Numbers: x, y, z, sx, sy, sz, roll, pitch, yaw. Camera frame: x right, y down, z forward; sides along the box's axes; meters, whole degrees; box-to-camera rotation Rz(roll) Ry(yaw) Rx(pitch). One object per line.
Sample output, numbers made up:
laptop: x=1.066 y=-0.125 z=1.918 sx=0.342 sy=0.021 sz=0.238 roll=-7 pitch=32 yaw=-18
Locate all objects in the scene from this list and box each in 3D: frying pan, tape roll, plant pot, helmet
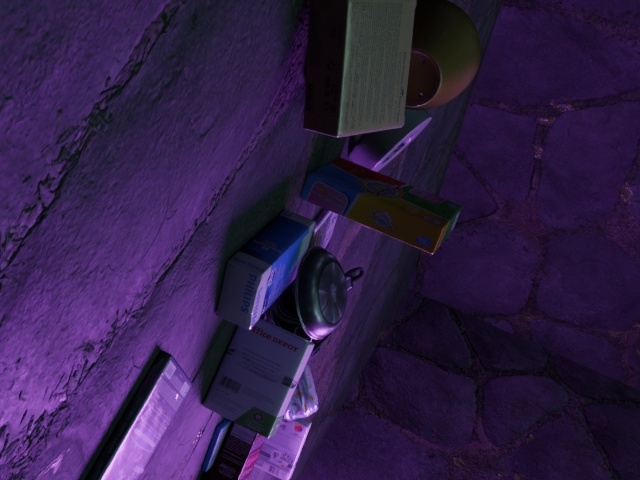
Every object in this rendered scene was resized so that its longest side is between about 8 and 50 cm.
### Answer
frying pan: x=0.035 y=0.125 z=1.845 sx=0.326 sy=0.053 sz=0.197 roll=25 pitch=66 yaw=-58
tape roll: x=0.172 y=-0.254 z=2.094 sx=0.219 sy=0.072 sz=0.219 roll=-43 pitch=175 yaw=-4
plant pot: x=0.208 y=-0.367 z=1.759 sx=0.254 sy=0.237 sz=0.237 roll=-62 pitch=170 yaw=-63
helmet: x=-0.045 y=0.151 z=1.915 sx=0.169 sy=0.161 sz=0.169 roll=-45 pitch=160 yaw=-21

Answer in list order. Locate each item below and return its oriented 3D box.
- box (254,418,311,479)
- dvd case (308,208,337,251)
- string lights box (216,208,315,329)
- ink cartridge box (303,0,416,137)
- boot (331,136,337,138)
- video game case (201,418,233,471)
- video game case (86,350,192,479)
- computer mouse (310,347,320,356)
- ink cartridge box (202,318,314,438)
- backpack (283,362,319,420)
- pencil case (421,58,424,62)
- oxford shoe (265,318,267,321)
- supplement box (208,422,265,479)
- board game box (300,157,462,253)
box: x=-0.123 y=0.565 z=2.379 sx=0.038 sy=0.145 sz=0.186 roll=-38 pitch=149 yaw=-70
dvd case: x=0.000 y=0.000 z=2.157 sx=0.164 sy=0.018 sz=0.221 roll=-52 pitch=161 yaw=-47
string lights box: x=-0.104 y=0.052 z=1.681 sx=0.260 sy=0.076 sz=0.133 roll=-46 pitch=156 yaw=-58
ink cartridge box: x=0.068 y=-0.308 z=1.466 sx=0.193 sy=0.088 sz=0.235 roll=-16 pitch=116 yaw=-47
boot: x=0.060 y=-0.299 z=1.736 sx=0.086 sy=0.069 sz=0.190 roll=-62 pitch=169 yaw=-45
video game case: x=-0.233 y=0.480 z=2.067 sx=0.119 sy=0.015 sz=0.166 roll=-70 pitch=167 yaw=14
video game case: x=-0.313 y=0.339 z=1.456 sx=0.274 sy=0.026 sz=0.196 roll=-61 pitch=166 yaw=-20
computer mouse: x=0.009 y=0.242 z=2.511 sx=0.272 sy=0.072 sz=0.188 roll=-70 pitch=166 yaw=15
ink cartridge box: x=-0.128 y=0.285 z=1.809 sx=0.220 sy=0.160 sz=0.092 roll=-65 pitch=169 yaw=-3
backpack: x=-0.074 y=0.359 z=2.131 sx=0.152 sy=0.115 sz=0.182 roll=21 pitch=52 yaw=-75
pencil case: x=0.301 y=-0.508 z=2.307 sx=0.104 sy=0.104 sz=0.236 roll=87 pitch=28 yaw=-64
oxford shoe: x=-0.144 y=0.275 z=1.928 sx=0.076 sy=0.076 sz=0.212 roll=85 pitch=29 yaw=-62
supplement box: x=-0.197 y=0.520 z=2.082 sx=0.240 sy=0.073 sz=0.130 roll=-66 pitch=168 yaw=0
board game box: x=0.142 y=-0.085 z=1.902 sx=0.242 sy=0.316 sz=0.064 roll=-37 pitch=147 yaw=-67
